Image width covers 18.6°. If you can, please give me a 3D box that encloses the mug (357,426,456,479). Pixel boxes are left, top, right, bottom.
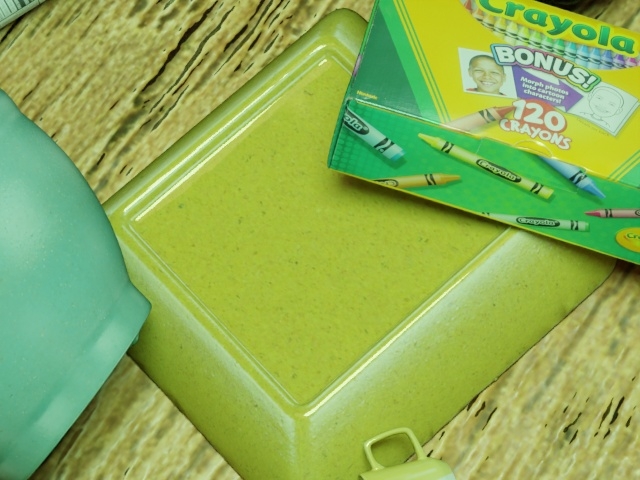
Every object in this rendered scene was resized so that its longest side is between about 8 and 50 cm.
[{"bbox_3d":[0.066,0.181,1.414,0.064,0.078,0.062,-20,28,-9],"label":"mug"}]

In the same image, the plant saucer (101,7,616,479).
[{"bbox_3d":[0.000,0.000,1.500,0.333,0.081,0.333,-41,67,-10],"label":"plant saucer"}]

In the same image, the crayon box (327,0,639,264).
[{"bbox_3d":[0.159,-0.094,1.454,0.278,0.081,0.165,17,48,0],"label":"crayon box"}]

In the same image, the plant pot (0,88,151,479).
[{"bbox_3d":[-0.249,0.060,1.424,0.196,0.293,0.293,38,75,-6],"label":"plant pot"}]

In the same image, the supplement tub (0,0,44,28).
[{"bbox_3d":[-0.286,-0.228,1.632,0.198,0.106,0.106,-32,65,-6],"label":"supplement tub"}]

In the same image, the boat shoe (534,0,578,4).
[{"bbox_3d":[0.112,-0.261,1.580,0.324,0.120,0.122,33,98,40],"label":"boat shoe"}]
